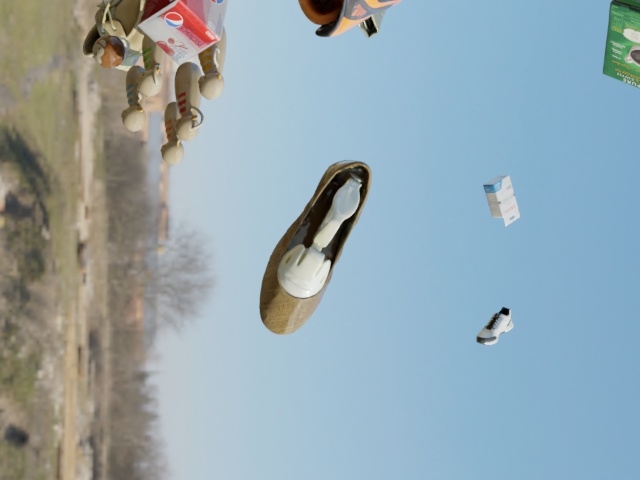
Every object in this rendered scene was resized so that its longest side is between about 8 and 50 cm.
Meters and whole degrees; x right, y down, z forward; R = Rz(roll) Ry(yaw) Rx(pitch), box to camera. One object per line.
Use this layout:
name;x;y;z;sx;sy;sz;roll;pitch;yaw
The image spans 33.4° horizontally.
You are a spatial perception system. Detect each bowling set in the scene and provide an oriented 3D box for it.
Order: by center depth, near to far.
bowling set;-0.280;-0.242;1.752;0.287;0.200;0.154;122;-29;-51

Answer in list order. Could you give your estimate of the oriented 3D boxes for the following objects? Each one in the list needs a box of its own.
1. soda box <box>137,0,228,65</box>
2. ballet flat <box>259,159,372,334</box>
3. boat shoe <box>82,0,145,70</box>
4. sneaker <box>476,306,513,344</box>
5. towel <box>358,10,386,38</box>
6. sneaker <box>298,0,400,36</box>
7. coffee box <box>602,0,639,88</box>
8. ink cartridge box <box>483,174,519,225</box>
soda box;-0.187;-0.382;1.562;0.083;0.092;0.263;-25;-139;30
ballet flat;0.000;0.000;1.828;0.342;0.116;0.124;-60;-173;-18
boat shoe;-0.359;-0.388;1.930;0.302;0.098;0.109;159;-63;-64
sneaker;0.325;0.160;2.010;0.040;0.109;0.043;15;-58;34
towel;0.056;-0.524;1.658;0.324;0.056;0.312;-73;151;-45
sneaker;0.051;-0.353;1.401;0.321;0.180;0.124;-94;160;-78
coffee box;0.545;-0.335;1.821;0.040;0.113;0.184;-53;153;-22
ink cartridge box;0.333;-0.073;1.963;0.028;0.048;0.083;1;-66;50
